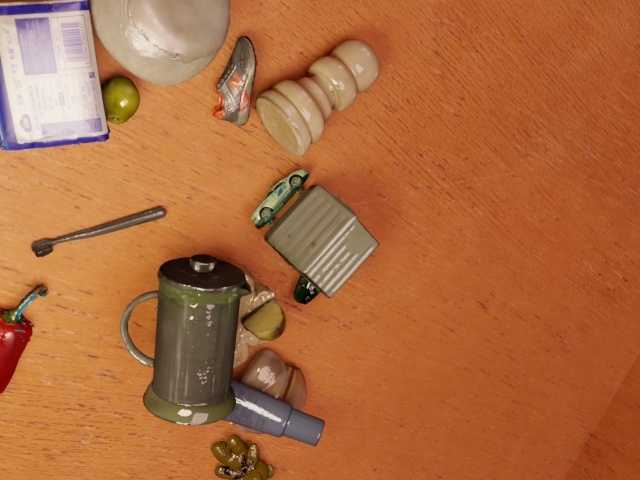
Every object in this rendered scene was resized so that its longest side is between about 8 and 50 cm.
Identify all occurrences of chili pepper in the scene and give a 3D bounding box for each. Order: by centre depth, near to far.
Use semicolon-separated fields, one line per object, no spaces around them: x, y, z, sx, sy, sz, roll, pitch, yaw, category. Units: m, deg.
-0.691;0.254;1.569;0.110;0.110;0.388;25;99;-37;chili pepper

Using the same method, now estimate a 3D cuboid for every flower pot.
0.000;0.000;1.815;0.190;0.209;0.239;-48;132;-4;flower pot

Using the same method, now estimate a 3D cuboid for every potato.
-0.117;0.200;1.730;0.096;0.103;0.066;-36;124;-8;potato

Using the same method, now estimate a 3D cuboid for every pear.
-0.410;-0.288;1.520;0.092;0.092;0.097;24;55;-37;pear

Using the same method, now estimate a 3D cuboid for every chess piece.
0.014;-0.343;1.721;0.299;0.167;0.167;-40;126;-17;chess piece

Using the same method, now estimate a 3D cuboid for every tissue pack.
-0.514;-0.313;1.400;0.209;0.137;0.270;-9;114;-12;tissue pack

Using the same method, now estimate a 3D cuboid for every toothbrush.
-0.472;-0.021;1.628;0.297;0.031;0.030;-19;145;-26;toothbrush

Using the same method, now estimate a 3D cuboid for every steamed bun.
-0.260;0.168;1.779;0.295;0.137;0.292;-37;126;-7;steamed bun

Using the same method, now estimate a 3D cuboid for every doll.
-0.211;0.613;2.027;0.137;0.097;0.210;-38;120;-6;doll

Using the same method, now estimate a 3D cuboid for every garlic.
-0.132;0.423;1.985;0.217;0.110;0.228;35;89;-41;garlic

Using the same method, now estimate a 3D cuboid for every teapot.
-0.291;0.191;1.600;0.270;0.200;0.337;10;106;5;teapot

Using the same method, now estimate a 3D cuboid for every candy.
-0.311;-0.446;1.450;0.295;0.185;0.296;-3;96;-26;candy

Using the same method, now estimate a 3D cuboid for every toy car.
-0.099;-0.105;1.802;0.186;0.058;0.093;-48;171;-7;toy car

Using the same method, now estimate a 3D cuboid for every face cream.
-0.179;0.414;1.872;0.385;0.086;0.136;20;101;0;face cream

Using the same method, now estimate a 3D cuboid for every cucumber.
0.003;0.065;1.942;0.069;0.069;0.227;33;87;-37;cucumber

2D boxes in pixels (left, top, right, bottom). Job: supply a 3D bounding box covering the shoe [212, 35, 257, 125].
-0.190;-0.347;1.639;0.077;0.074;0.195;-1;113;-26;shoe
